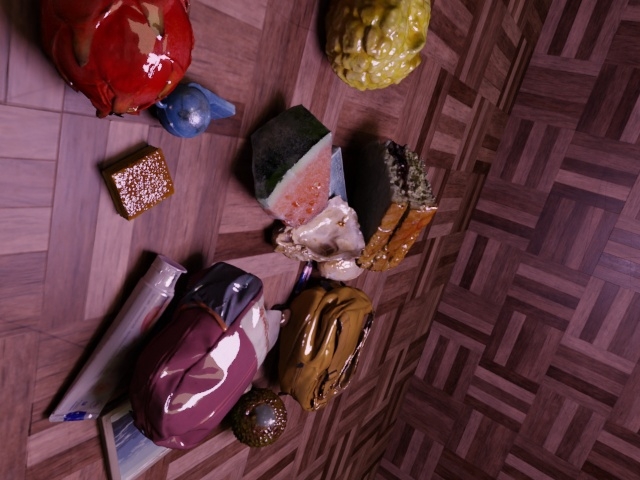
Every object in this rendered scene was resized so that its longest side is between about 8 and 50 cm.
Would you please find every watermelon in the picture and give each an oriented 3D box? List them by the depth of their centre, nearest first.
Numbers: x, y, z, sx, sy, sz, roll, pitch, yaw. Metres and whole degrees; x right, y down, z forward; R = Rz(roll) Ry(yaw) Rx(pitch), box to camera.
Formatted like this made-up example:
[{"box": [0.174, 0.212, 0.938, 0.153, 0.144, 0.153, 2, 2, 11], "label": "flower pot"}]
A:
[{"box": [-0.054, -0.127, 0.958, 0.193, 0.140, 0.256, -38, 151, -6], "label": "watermelon"}]

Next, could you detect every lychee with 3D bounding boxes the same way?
[{"box": [-0.166, 0.484, 1.219, 0.171, 0.171, 0.171, -38, 141, -40], "label": "lychee"}]

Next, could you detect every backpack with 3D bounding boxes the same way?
[{"box": [-0.232, 0.233, 0.865, 0.317, 0.197, 0.283, -55, 153, -38], "label": "backpack"}, {"box": [0.001, 0.300, 1.296, 0.353, 0.201, 0.378, 25, 87, -62], "label": "backpack"}]

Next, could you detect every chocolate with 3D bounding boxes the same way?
[{"box": [0.106, 0.017, 1.330, 0.309, 0.134, 0.134, -39, 141, -39], "label": "chocolate"}]

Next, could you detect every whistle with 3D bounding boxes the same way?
[{"box": [-0.203, -0.200, 0.714, 0.158, 0.090, 0.090, 14, 99, -61], "label": "whistle"}]

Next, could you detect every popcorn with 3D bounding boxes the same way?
[{"box": [0.111, -0.456, 0.939, 0.206, 0.251, 0.237, 0, 149, -34], "label": "popcorn"}]

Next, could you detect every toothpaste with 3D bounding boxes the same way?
[{"box": [-0.347, 0.177, 0.788, 0.323, 0.066, 0.100, -58, 152, -3], "label": "toothpaste"}]

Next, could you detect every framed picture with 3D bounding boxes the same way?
[{"box": [-0.324, 0.372, 1.007, 0.335, 0.022, 0.247, -29, 135, -47], "label": "framed picture"}]

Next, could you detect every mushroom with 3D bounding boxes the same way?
[{"box": [-0.164, 0.271, 1.097, 0.116, 0.093, 0.225, 89, 17, -61], "label": "mushroom"}]

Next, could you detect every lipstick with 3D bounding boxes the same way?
[{"box": [0.021, -0.114, 1.147, 0.077, 0.076, 0.289, -44, 144, -31], "label": "lipstick"}]

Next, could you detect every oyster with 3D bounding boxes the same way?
[{"box": [-0.011, -0.011, 1.094, 0.233, 0.161, 0.107, -11, 168, -20], "label": "oyster"}]

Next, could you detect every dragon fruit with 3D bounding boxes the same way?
[{"box": [-0.237, -0.252, 0.536, 0.172, 0.172, 0.209, -21, 120, -51], "label": "dragon fruit"}]

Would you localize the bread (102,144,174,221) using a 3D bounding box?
[{"box": [-0.286, -0.091, 0.710, 0.094, 0.035, 0.090, -43, 144, -35], "label": "bread"}]

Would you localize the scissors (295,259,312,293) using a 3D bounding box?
[{"box": [-0.042, 0.098, 1.267, 0.039, 0.012, 0.113, 6, 106, -59], "label": "scissors"}]

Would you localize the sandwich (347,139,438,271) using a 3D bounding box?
[{"box": [0.169, -0.117, 1.195, 0.262, 0.131, 0.325, 115, -22, -47], "label": "sandwich"}]
